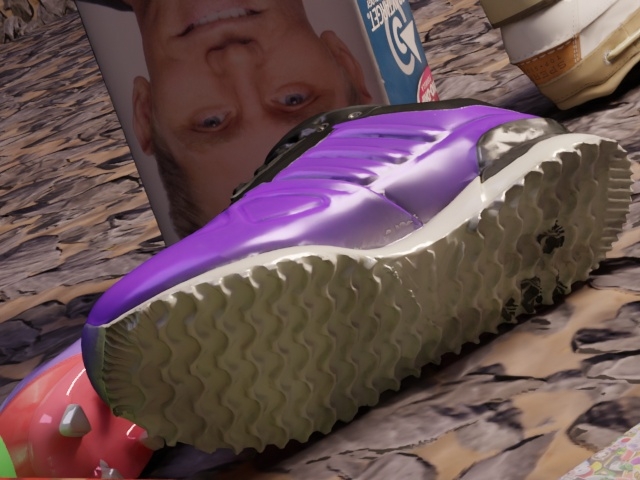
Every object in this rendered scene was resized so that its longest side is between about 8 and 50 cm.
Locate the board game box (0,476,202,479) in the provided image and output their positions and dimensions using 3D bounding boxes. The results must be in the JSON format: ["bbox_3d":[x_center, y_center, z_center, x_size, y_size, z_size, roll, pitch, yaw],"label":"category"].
[{"bbox_3d":[-0.150,0.177,0.475,0.145,0.027,0.281,-5,32,39],"label":"board game box"}]

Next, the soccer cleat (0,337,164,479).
[{"bbox_3d":[-0.089,0.058,0.790,0.095,0.083,0.248,-14,20,34],"label":"soccer cleat"}]

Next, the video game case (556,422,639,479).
[{"bbox_3d":[0.148,0.079,0.570,0.122,0.011,0.087,-28,18,-28],"label":"video game case"}]

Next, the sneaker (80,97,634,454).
[{"bbox_3d":[0.000,0.001,0.763,0.293,0.102,0.146,-20,37,-29],"label":"sneaker"}]

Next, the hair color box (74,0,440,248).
[{"bbox_3d":[-0.049,-0.155,0.940,0.174,0.347,0.105,-13,17,21],"label":"hair color box"}]

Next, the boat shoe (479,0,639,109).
[{"bbox_3d":[0.247,-0.190,1.154,0.302,0.103,0.113,-30,7,-29],"label":"boat shoe"}]

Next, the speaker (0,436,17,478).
[{"bbox_3d":[-0.258,0.151,0.578,0.131,0.131,0.296,-2,24,45],"label":"speaker"}]
